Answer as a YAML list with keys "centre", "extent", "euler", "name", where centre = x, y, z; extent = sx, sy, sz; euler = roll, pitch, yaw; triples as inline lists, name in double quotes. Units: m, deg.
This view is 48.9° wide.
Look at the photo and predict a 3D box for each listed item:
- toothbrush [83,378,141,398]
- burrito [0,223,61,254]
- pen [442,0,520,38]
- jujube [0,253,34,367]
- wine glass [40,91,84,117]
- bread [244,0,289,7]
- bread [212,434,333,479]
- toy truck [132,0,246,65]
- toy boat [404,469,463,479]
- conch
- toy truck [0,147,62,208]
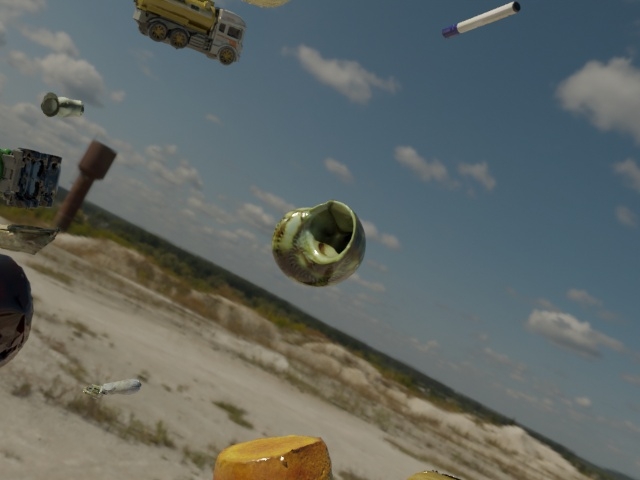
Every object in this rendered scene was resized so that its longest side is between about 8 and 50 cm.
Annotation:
- centre: [-0.500, 0.358, 1.700]
  extent: [0.042, 0.035, 0.413]
  euler: [21, -23, -28]
  name: "toothbrush"
- centre: [-0.558, -0.004, 1.295]
  extent: [0.149, 0.055, 0.041]
  euler: [6, 0, -10]
  name: "burrito"
- centre: [0.433, -0.597, 1.912]
  extent: [0.033, 0.033, 0.269]
  euler: [31, -17, -29]
  name: "pen"
- centre: [-0.755, 0.181, 1.412]
  extent: [0.258, 0.376, 0.258]
  euler: [44, -23, 24]
  name: "jujube"
- centre: [-0.447, -0.235, 1.228]
  extent: [0.039, 0.042, 0.083]
  euler: [-1, 8, 16]
  name: "wine glass"
- centre: [-0.109, -0.333, 0.815]
  extent: [0.251, 0.182, 0.039]
  euler: [6, -39, -21]
  name: "bread"
- centre: [-0.112, 0.558, 1.651]
  extent: [0.312, 0.172, 0.312]
  euler: [-5, -8, -1]
  name: "bread"
- centre: [-0.139, -0.233, 0.746]
  extent: [0.123, 0.063, 0.052]
  euler: [12, 16, -33]
  name: "toy truck"
- centre: [0.224, 0.425, 1.093]
  extent: [0.226, 0.088, 0.068]
  euler: [10, -46, 38]
  name: "toy boat"
- centre: [0.001, 0.000, 1.307]
  extent: [0.181, 0.187, 0.124]
  euler: [46, 20, 28]
  name: "conch"
- centre: [-0.536, -0.114, 1.220]
  extent: [0.125, 0.101, 0.242]
  euler: [11, 1, -5]
  name: "toy truck"
